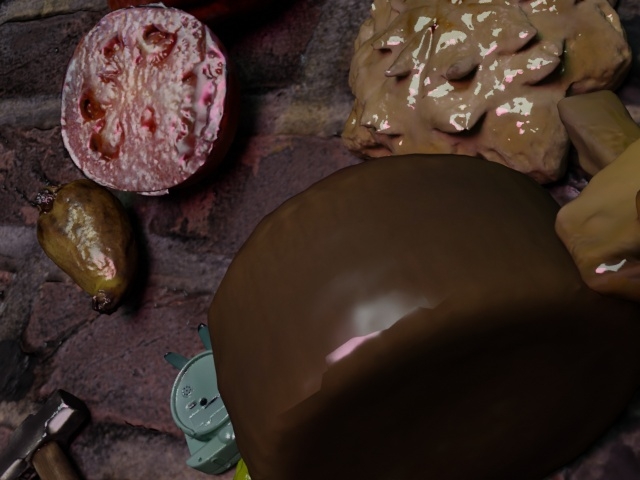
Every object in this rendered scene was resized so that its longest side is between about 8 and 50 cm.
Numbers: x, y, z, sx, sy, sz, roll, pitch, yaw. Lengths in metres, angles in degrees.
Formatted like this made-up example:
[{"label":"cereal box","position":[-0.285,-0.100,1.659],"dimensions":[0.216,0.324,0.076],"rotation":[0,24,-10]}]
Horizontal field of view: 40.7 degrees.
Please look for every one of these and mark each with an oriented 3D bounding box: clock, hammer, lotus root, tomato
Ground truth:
[{"label":"clock","position":[-0.101,0.147,0.825],"dimensions":[0.101,0.041,0.135],"rotation":[-42,50,7]},{"label":"hammer","position":[-0.202,0.293,0.817],"dimensions":[0.111,0.043,0.365],"rotation":[-49,51,-1]},{"label":"lotus root","position":[-0.253,0.012,0.974],"dimensions":[0.190,0.095,0.108],"rotation":[50,125,31]},{"label":"tomato","position":[-0.189,-0.156,0.988],"dimensions":[0.225,0.085,0.224],"rotation":[0,91,19]}]

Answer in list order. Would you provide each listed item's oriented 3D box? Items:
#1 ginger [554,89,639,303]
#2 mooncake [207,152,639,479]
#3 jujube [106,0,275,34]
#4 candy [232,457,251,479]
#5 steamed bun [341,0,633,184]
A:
[{"label":"ginger","position":[0.360,-0.037,0.516],"dimensions":[0.414,0.211,0.358],"rotation":[18,77,-2]},{"label":"mooncake","position":[0.068,0.073,0.598],"dimensions":[0.284,0.284,0.155],"rotation":[-33,49,13]},{"label":"jujube","position":[-0.153,-0.331,1.035],"dimensions":[0.243,0.183,0.183],"rotation":[-14,57,38]},{"label":"candy","position":[-0.041,0.236,0.708],"dimensions":[0.097,0.097,0.209],"rotation":[-9,55,29]},{"label":"steamed bun","position":[0.133,-0.174,0.793],"dimensions":[0.296,0.137,0.292],"rotation":[-25,57,17]}]
